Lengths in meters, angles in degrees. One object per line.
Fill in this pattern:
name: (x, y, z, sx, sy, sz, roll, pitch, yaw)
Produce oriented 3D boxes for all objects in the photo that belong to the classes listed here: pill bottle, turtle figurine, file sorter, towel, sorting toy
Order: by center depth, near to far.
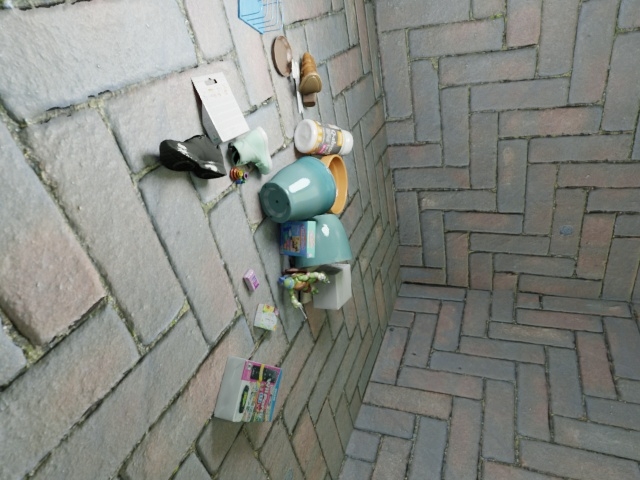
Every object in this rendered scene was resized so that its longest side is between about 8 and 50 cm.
sorting toy: (-0.303, -0.247, 1.551, 0.102, 0.042, 0.061, -1, 93, -66)
file sorter: (-0.231, -0.904, 1.573, 0.170, 0.104, 0.118, -12, 103, -65)
turtle figurine: (-0.045, 0.239, 1.918, 0.266, 0.274, 0.198, -4, 105, -64)
pill bottle: (0.020, -0.499, 2.004, 0.278, 0.162, 0.162, -2, 94, -41)
towel: (-0.040, 0.217, 2.194, 0.282, 0.049, 0.187, -16, 106, -64)

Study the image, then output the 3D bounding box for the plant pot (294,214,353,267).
plant pot: (0.000, 0.000, 1.993, 0.293, 0.293, 0.235, -3, 83, -66)

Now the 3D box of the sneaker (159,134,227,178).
sneaker: (-0.404, -0.279, 1.276, 0.286, 0.109, 0.130, 12, 71, -73)

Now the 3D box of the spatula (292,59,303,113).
spatula: (-0.108, -0.733, 1.935, 0.168, 0.019, 0.242, -83, 168, -70)

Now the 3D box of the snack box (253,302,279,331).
snack box: (-0.235, 0.339, 1.773, 0.141, 0.037, 0.100, 41, 57, -61)

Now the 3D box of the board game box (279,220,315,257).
board game box: (-0.106, -0.008, 1.821, 0.047, 0.210, 0.160, 0, 93, -40)

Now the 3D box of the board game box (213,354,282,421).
board game box: (-0.281, 0.603, 1.628, 0.303, 0.097, 0.224, 48, 50, -59)

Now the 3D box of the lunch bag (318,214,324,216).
lunch bag: (-0.013, -0.156, 2.187, 0.098, 0.067, 0.065, 35, 61, -64)

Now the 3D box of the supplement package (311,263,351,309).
supplement package: (0.061, 0.242, 2.176, 0.203, 0.149, 0.194, -28, 117, -62)

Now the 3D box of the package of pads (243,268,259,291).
package of pads: (-0.283, 0.163, 1.653, 0.050, 0.032, 0.083, -59, 144, -42)

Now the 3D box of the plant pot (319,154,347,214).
plant pot: (-0.007, -0.276, 2.023, 0.291, 0.203, 0.291, 2, 90, -66)

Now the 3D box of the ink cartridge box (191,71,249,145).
ink cartridge box: (-0.359, -0.463, 1.421, 0.225, 0.056, 0.181, 63, 33, -16)

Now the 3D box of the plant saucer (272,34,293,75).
plant saucer: (-0.173, -0.823, 1.806, 0.168, 0.029, 0.168, 2, 90, -66)

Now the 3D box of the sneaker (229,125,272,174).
sneaker: (-0.278, -0.323, 1.584, 0.151, 0.094, 0.256, -34, 158, -16)

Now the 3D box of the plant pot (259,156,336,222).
plant pot: (-0.112, -0.202, 1.747, 0.255, 0.271, 0.272, -31, 122, -46)

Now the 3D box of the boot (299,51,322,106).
boot: (-0.046, -0.795, 1.921, 0.283, 0.109, 0.220, 70, 18, -83)
